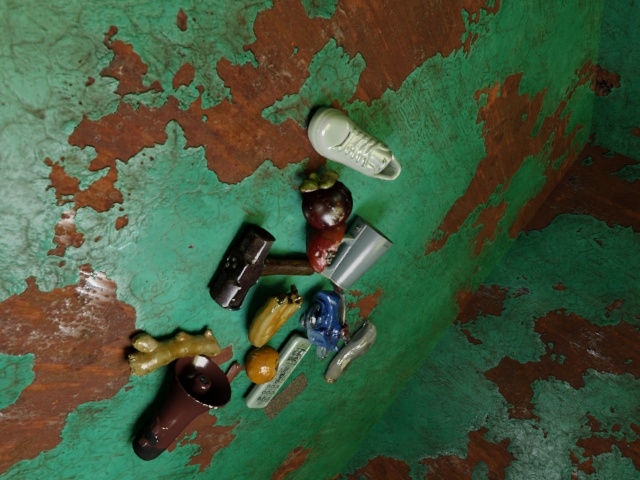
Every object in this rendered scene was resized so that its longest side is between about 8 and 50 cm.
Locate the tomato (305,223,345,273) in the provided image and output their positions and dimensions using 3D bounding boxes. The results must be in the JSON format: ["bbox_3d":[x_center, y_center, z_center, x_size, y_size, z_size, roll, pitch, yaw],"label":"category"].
[{"bbox_3d":[0.000,0.000,1.434,0.099,0.173,0.189,25,115,-14],"label":"tomato"}]

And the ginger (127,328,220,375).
[{"bbox_3d":[-0.405,0.310,1.277,0.298,0.065,0.118,8,102,-54],"label":"ginger"}]

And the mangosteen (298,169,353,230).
[{"bbox_3d":[0.014,-0.122,1.316,0.166,0.166,0.180,-36,117,-24],"label":"mangosteen"}]

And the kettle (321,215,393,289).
[{"bbox_3d":[0.111,0.046,1.598,0.243,0.160,0.210,-51,142,8],"label":"kettle"}]

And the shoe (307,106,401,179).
[{"bbox_3d":[0.113,-0.258,1.295,0.363,0.160,0.132,16,106,-56],"label":"shoe"}]

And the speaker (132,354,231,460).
[{"bbox_3d":[-0.432,0.504,1.406,0.329,0.198,0.259,-48,-170,20],"label":"speaker"}]

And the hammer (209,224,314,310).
[{"bbox_3d":[-0.139,0.081,1.392,0.408,0.095,0.243,5,117,-59],"label":"hammer"}]

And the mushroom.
[{"bbox_3d":[0.140,0.533,2.140,0.351,0.097,0.109,-47,144,-1],"label":"mushroom"}]

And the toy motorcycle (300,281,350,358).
[{"bbox_3d":[0.012,0.291,1.722,0.181,0.241,0.319,-8,136,6],"label":"toy motorcycle"}]

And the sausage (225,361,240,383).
[{"bbox_3d":[-0.322,0.486,1.573,0.147,0.035,0.030,-57,167,11],"label":"sausage"}]

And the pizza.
[{"bbox_3d":[-0.146,0.231,1.479,0.228,0.081,0.290,-31,157,-37],"label":"pizza"}]

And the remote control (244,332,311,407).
[{"bbox_3d":[-0.166,0.504,1.754,0.335,0.065,0.128,-53,145,1],"label":"remote control"}]

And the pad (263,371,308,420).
[{"bbox_3d":[-0.151,0.694,2.008,0.235,0.003,0.158,-38,144,-22],"label":"pad"}]

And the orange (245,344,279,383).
[{"bbox_3d":[-0.208,0.438,1.594,0.135,0.117,0.136,-2,90,-82],"label":"orange"}]
